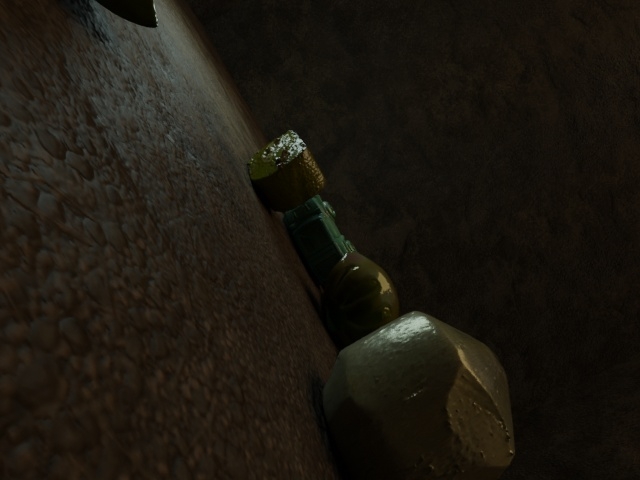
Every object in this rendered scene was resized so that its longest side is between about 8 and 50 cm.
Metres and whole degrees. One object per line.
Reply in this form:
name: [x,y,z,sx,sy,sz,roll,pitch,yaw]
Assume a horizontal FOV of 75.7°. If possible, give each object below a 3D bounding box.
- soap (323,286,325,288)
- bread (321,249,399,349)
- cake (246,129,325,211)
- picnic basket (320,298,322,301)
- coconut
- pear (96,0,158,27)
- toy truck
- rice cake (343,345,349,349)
soap: [0.036,0.123,1.413,0.233,0.076,0.135,63,4,29]
bread: [0.103,0.152,0.996,0.158,0.156,0.261,-15,78,-55]
cake: [-0.105,-0.200,1.174,0.156,0.179,0.260,59,0,-31]
picnic basket: [0.066,0.185,1.177,0.115,0.079,0.164,62,8,-3]
coconut: [0.146,0.232,0.570,0.245,0.247,0.245,61,2,-4]
pear: [-0.281,-0.381,0.498,0.288,0.139,0.239,-123,-165,-47]
toy truck: [0.000,0.000,1.282,0.279,0.155,0.156,61,11,14]
rice cake: [0.112,0.342,0.890,0.237,0.043,0.127,60,2,-2]
